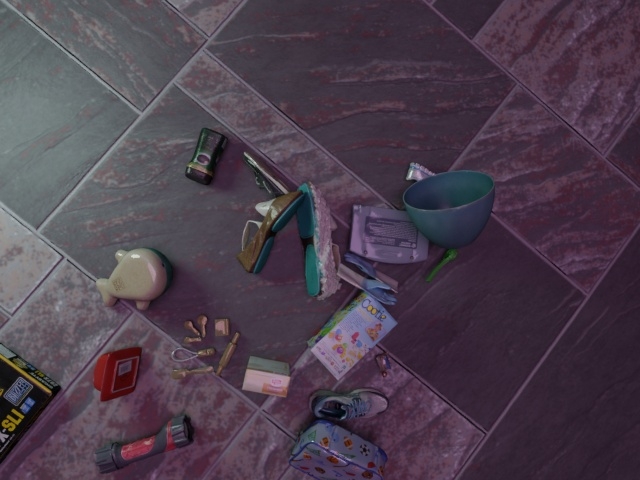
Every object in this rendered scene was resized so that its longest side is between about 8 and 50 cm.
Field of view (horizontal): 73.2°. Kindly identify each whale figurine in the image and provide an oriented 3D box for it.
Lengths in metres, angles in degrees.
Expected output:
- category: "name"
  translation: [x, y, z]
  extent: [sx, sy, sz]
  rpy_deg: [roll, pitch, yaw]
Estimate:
- category: "whale figurine"
  translation: [-0.617, 0.129, 1.444]
  extent: [0.272, 0.141, 0.216]
  rpy_deg: [-25, 90, 18]

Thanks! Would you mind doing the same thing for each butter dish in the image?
- category: "butter dish"
  translation: [-0.685, 0.426, 1.414]
  extent: [0.118, 0.160, 0.160]
  rpy_deg: [9, 87, 18]

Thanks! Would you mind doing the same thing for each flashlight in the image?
- category: "flashlight"
  translation: [-0.581, 0.672, 1.425]
  extent: [0.304, 0.103, 0.103]
  rpy_deg: [-16, 63, -5]

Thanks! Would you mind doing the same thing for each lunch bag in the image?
- category: "lunch bag"
  translation: [0.049, 0.729, 1.437]
  extent: [0.303, 0.115, 0.243]
  rpy_deg: [30, 129, -2]

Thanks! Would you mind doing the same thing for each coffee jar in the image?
- category: "coffee jar"
  translation: [-0.397, -0.289, 1.493]
  extent: [0.096, 0.079, 0.185]
  rpy_deg: [22, 85, -7]

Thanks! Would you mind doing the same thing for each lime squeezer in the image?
- category: "lime squeezer"
  translation: [0.451, 0.008, 1.575]
  extent: [0.109, 0.059, 0.311]
  rpy_deg: [10, 78, 1]

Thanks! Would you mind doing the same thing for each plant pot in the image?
- category: "plant pot"
  translation: [0.440, -0.087, 1.451]
  extent: [0.290, 0.290, 0.196]
  rpy_deg: [-22, 118, -6]

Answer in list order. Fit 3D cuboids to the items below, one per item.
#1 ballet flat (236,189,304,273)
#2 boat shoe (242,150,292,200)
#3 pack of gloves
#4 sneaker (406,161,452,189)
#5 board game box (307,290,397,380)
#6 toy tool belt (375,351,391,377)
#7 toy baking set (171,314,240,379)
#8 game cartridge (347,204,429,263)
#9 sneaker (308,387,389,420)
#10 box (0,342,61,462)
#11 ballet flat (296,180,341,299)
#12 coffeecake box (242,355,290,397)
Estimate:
- category: "ballet flat"
  translation: [-0.188, -0.049, 1.471]
  extent: [0.124, 0.116, 0.342]
  rpy_deg: [35, 105, 12]
- category: "boat shoe"
  translation: [-0.199, -0.217, 1.512]
  extent: [0.079, 0.084, 0.233]
  rpy_deg: [-44, 87, 19]
- category: "pack of gloves"
  translation: [0.177, 0.118, 1.481]
  extent: [0.232, 0.195, 0.046]
  rpy_deg: [32, 117, -3]
- category: "sneaker"
  translation: [0.401, -0.210, 1.583]
  extent: [0.190, 0.071, 0.083]
  rpy_deg: [27, 93, 3]
- category: "board game box"
  translation: [0.105, 0.318, 1.486]
  extent: [0.275, 0.142, 0.144]
  rpy_deg: [-42, 93, -6]
- category: "toy tool belt"
  translation: [0.234, 0.443, 1.540]
  extent: [0.051, 0.052, 0.083]
  rpy_deg: [-22, 90, 2]
- category: "toy baking set"
  translation: [-0.401, 0.377, 1.492]
  extent: [0.196, 0.030, 0.256]
  rpy_deg: [22, 85, -2]
- category: "game cartridge"
  translation: [0.248, -0.015, 1.554]
  extent: [0.294, 0.060, 0.196]
  rpy_deg: [7, 83, -9]
- category: "sneaker"
  translation: [0.103, 0.582, 1.484]
  extent: [0.282, 0.122, 0.110]
  rpy_deg: [-1, 88, -6]
- category: "box"
  translation: [-1.059, 0.539, 1.393]
  extent: [0.257, 0.079, 0.322]
  rpy_deg: [39, 84, -5]
- category: "ballet flat"
  translation: [0.000, 0.000, 1.514]
  extent: [0.146, 0.147, 0.409]
  rpy_deg: [-5, 91, -6]
- category: "coffeecake box"
  translation: [-0.177, 0.448, 1.430]
  extent: [0.142, 0.185, 0.068]
  rpy_deg: [12, 86, -5]
